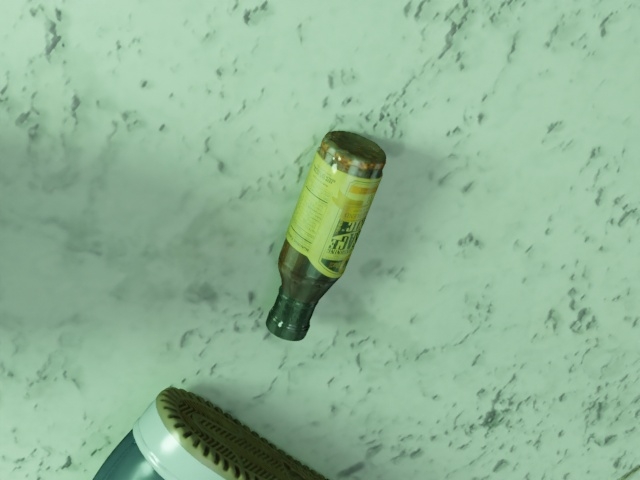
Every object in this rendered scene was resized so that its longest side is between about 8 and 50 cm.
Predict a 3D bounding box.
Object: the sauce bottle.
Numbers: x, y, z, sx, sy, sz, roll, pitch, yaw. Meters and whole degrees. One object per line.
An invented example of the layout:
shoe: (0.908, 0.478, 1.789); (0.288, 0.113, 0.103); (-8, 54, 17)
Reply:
sauce bottle: (0.000, 0.000, 0.670); (0.042, 0.042, 0.128); (8, 119, -22)

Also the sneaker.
sneaker: (-0.047, 0.226, 0.756); (0.282, 0.099, 0.153); (40, 98, -25)
